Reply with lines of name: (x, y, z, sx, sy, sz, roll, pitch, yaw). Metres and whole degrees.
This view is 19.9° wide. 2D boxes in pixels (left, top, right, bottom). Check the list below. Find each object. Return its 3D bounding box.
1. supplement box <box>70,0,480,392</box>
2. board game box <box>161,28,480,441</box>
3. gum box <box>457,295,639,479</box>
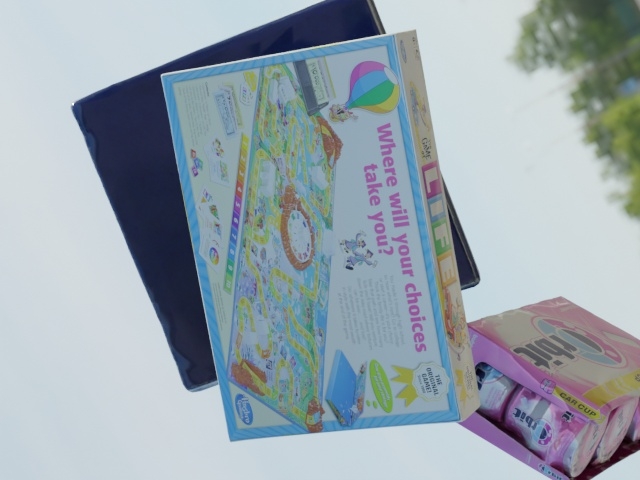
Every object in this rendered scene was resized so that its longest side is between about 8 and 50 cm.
supplement box: (-0.024, -0.051, 1.250, 0.356, 0.194, 0.195, -83, -28, -82)
board game box: (0.000, 0.000, 0.733, 0.026, 0.103, 0.154, -24, -74, -66)
gum box: (0.157, 0.096, 1.190, 0.107, 0.062, 0.188, 30, -163, 22)
